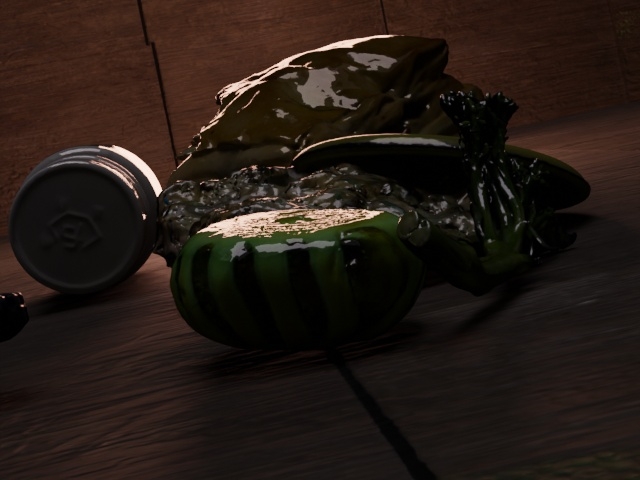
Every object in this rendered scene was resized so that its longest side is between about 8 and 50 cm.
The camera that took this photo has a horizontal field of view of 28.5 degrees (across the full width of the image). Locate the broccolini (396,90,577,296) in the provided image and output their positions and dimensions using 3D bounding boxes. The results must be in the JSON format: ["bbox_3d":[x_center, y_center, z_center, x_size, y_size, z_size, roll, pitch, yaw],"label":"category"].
[{"bbox_3d":[0.088,-0.035,0.720,0.062,0.123,0.271,-39,-8,20],"label":"broccolini"}]

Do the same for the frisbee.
[{"bbox_3d":[0.093,-0.050,0.994,0.236,0.017,0.236,5,-9,1],"label":"frisbee"}]

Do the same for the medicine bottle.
[{"bbox_3d":[-0.217,-0.020,1.177,0.139,0.139,0.237,-12,7,-3],"label":"medicine bottle"}]

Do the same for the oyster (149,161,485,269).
[{"bbox_3d":[0.000,-0.009,0.888,0.260,0.092,0.198,-5,13,32],"label":"oyster"}]

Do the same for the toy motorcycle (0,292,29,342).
[{"bbox_3d":[-0.258,0.064,0.737,0.122,0.082,0.213,-3,-9,-35],"label":"toy motorcycle"}]

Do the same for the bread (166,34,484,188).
[{"bbox_3d":[-0.009,-0.106,1.338,0.314,0.191,0.370,-5,10,44],"label":"bread"}]

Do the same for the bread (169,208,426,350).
[{"bbox_3d":[-0.011,0.021,0.671,0.139,0.071,0.130,-3,5,20],"label":"bread"}]
